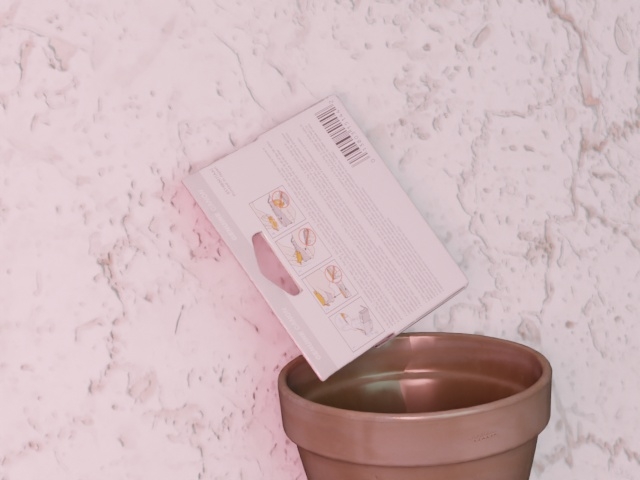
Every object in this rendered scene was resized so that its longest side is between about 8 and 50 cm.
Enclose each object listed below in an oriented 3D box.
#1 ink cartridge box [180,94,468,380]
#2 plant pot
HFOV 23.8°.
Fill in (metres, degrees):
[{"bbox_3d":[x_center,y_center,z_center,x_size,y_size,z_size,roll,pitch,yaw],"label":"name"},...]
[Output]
[{"bbox_3d":[0.000,0.000,1.851,0.261,0.066,0.296,-31,83,-32],"label":"ink cartridge box"},{"bbox_3d":[0.119,0.284,1.803,0.323,0.323,0.280,-12,104,-32],"label":"plant pot"}]
